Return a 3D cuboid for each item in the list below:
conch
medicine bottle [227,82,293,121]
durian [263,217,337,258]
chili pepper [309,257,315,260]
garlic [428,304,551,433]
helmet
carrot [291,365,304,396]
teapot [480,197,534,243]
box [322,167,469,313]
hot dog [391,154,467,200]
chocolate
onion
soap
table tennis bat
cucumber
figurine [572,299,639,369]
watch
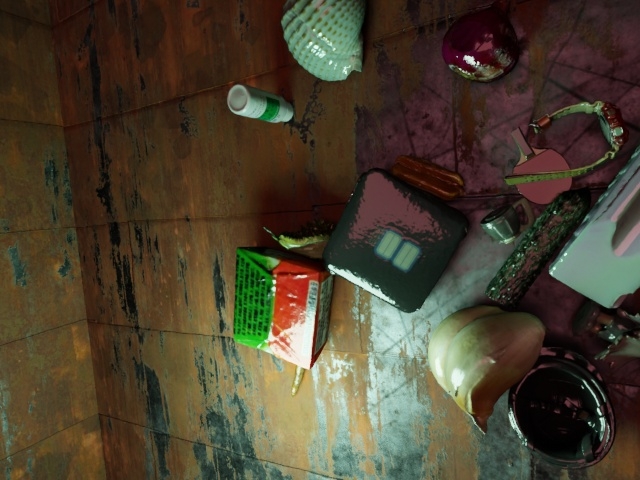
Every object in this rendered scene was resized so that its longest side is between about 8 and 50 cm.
[{"bbox_3d":[0.000,-0.656,1.229,0.302,0.215,0.320,-16,87,40],"label":"conch"},{"bbox_3d":[-0.184,-0.437,1.322,0.095,0.260,0.095,5,101,29],"label":"medicine bottle"},{"bbox_3d":[-0.001,-0.001,1.350,0.374,0.107,0.132,7,110,5],"label":"durian"},{"bbox_3d":[-0.023,0.055,1.431,0.027,0.022,0.083,26,111,-11],"label":"chili pepper"},{"bbox_3d":[0.422,0.301,1.077,0.249,0.286,0.313,23,104,13],"label":"garlic"},{"bbox_3d":[0.617,0.420,1.040,0.230,0.160,0.279,-6,69,41],"label":"helmet"},{"bbox_3d":[-0.084,0.511,1.512,0.035,0.035,0.165,20,107,26],"label":"carrot"},{"bbox_3d":[0.504,-0.045,1.090,0.124,0.092,0.091,-33,97,34],"label":"teapot"},{"bbox_3d":[0.212,0.003,1.214,0.350,0.091,0.359,29,108,8],"label":"box"},{"bbox_3d":[0.315,-0.180,1.186,0.235,0.062,0.092,32,86,26],"label":"hot dog"},{"bbox_3d":[-0.128,0.213,1.416,0.341,0.161,0.361,14,108,27],"label":"chocolate"},{"bbox_3d":[0.427,-0.532,1.054,0.195,0.139,0.218,34,108,28],"label":"onion"},{"bbox_3d":[0.696,-0.075,0.879,0.156,0.261,0.446,36,113,24],"label":"soap"},{"bbox_3d":[0.565,-0.197,1.075,0.130,0.019,0.221,-30,83,27],"label":"table tennis bat"},{"bbox_3d":[0.562,0.012,1.055,0.096,0.096,0.360,34,111,21],"label":"cucumber"},{"bbox_3d":[0.799,0.266,0.934,0.386,0.166,0.207,26,142,22],"label":"figurine"},{"bbox_3d":[0.591,-0.239,1.007,0.268,0.102,0.165,-8,82,31],"label":"watch"}]
